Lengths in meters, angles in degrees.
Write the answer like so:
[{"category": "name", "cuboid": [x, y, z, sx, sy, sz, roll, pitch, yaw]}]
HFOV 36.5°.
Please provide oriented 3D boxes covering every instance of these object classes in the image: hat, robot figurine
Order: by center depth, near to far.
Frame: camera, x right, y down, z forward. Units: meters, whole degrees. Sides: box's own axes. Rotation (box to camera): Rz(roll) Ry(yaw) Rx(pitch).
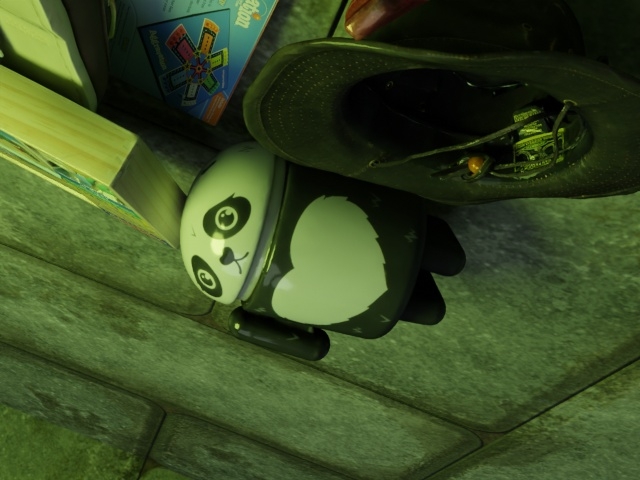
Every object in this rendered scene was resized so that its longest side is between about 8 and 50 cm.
[{"category": "hat", "cuboid": [0.114, -0.129, 0.732, 0.331, 0.134, 0.331, 7, 167, 2]}, {"category": "robot figurine", "cuboid": [0.000, 0.003, 0.968, 0.278, 0.209, 0.173, 15, 162, -12]}]

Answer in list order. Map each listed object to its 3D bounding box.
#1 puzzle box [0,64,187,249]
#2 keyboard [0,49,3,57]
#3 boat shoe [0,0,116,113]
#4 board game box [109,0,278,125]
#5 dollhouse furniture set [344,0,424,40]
[{"category": "puzzle box", "cuboid": [-0.326, -0.127, 0.939, 0.409, 0.052, 0.272, 27, 172, 9]}, {"category": "keyboard", "cuboid": [-0.357, -0.242, 0.830, 0.256, 0.014, 0.072, 40, 169, 25]}, {"category": "boat shoe", "cuboid": [-0.222, -0.195, 0.811, 0.116, 0.097, 0.324, 31, 163, 4]}, {"category": "board game box", "cuboid": [-0.119, -0.207, 0.851, 0.145, 0.027, 0.281, 27, 151, -8]}, {"category": "dollhouse furniture set", "cuboid": [0.107, -0.252, 0.241, 0.374, 0.152, 0.201, -36, 93, 35]}]
